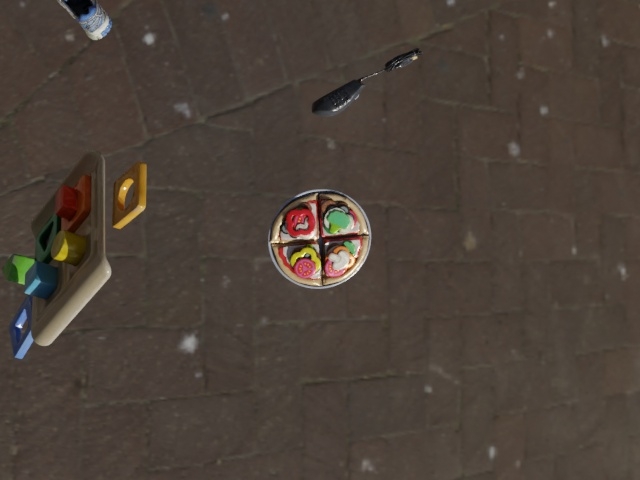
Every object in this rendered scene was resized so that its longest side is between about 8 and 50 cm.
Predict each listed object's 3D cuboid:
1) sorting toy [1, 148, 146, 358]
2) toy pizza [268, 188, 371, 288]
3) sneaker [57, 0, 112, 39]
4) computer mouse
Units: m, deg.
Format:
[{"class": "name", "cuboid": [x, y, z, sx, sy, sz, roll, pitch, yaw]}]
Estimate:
[{"class": "sorting toy", "cuboid": [-0.325, 0.004, 1.296, 0.047, 0.348, 0.196, 18, 43, -36]}, {"class": "toy pizza", "cuboid": [0.000, 0.000, 2.000, 0.201, 0.032, 0.201, -2, 106, -8]}, {"class": "sneaker", "cuboid": [-0.339, -0.340, 1.440, 0.052, 0.135, 0.058, -42, 155, -1]}, {"class": "computer mouse", "cuboid": [0.091, -0.294, 1.961, 0.242, 0.071, 0.041, -30, 91, -5]}]
